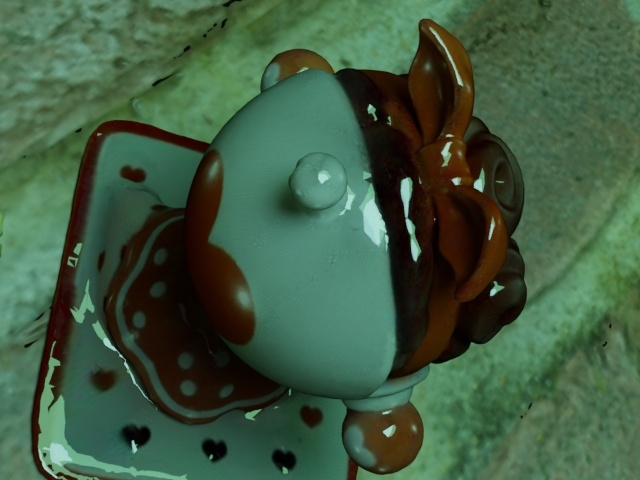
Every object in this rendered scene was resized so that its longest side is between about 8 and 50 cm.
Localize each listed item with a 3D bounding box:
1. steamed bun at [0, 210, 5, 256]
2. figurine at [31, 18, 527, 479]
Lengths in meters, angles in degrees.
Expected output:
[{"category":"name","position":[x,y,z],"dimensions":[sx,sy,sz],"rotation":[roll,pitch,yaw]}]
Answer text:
[{"category":"steamed bun","position":[-0.224,0.038,0.354],"dimensions":[0.232,0.166,0.272],"rotation":[21,61,-22]},{"category":"figurine","position":[0.000,0.000,0.460],"dimensions":[0.160,0.226,0.183],"rotation":[15,63,-22]}]
